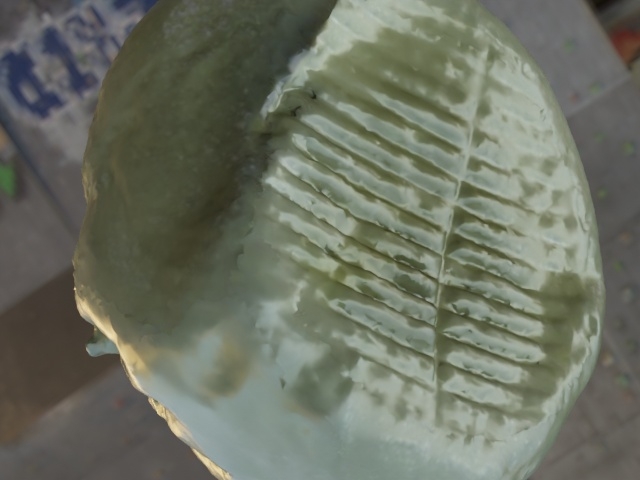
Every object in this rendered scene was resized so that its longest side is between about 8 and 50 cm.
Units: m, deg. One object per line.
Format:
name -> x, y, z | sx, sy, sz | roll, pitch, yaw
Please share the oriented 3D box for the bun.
bun -> 0.000, 0.000, 0.677 | 0.145, 0.229, 0.229 | -18, -162, 47
